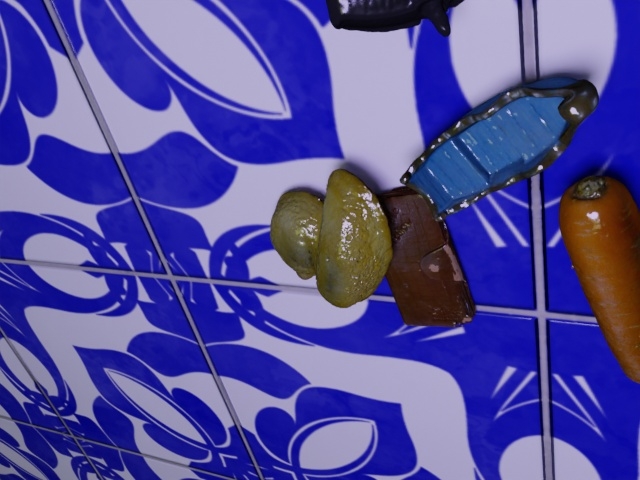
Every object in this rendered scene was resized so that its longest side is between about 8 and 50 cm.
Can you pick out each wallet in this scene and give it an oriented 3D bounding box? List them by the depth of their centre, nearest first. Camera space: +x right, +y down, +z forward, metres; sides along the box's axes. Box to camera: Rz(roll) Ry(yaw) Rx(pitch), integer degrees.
[{"bbox_3d":[0.102,0.023,0.674,0.095,0.026,0.176,-5,122,33],"label":"wallet"}]

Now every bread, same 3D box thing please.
[{"bbox_3d":[0.000,0.000,0.672,0.149,0.065,0.188,37,145,16],"label":"bread"}]

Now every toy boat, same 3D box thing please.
[{"bbox_3d":[0.150,-0.078,0.529,0.075,0.077,0.185,47,133,-12],"label":"toy boat"}]

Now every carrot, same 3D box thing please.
[{"bbox_3d":[0.268,0.036,0.566,0.067,0.067,0.225,-12,120,35],"label":"carrot"}]

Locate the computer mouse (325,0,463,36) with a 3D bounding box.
[{"bbox_3d":[0.035,-0.264,0.435,0.147,0.088,0.264,-21,119,15],"label":"computer mouse"}]
